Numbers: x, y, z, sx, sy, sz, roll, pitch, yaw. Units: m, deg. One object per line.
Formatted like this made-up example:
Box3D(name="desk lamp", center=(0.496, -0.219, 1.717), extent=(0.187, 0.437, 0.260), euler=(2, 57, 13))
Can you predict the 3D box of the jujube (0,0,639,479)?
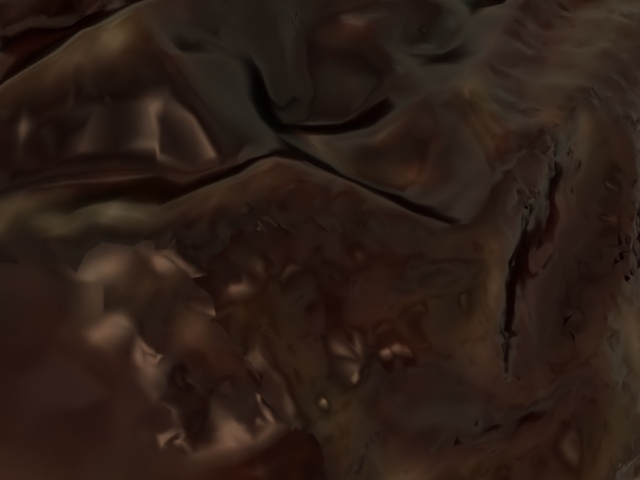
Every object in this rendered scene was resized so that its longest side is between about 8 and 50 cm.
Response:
Box3D(name="jujube", center=(0.001, 0.002, 0.500), extent=(0.276, 0.276, 0.377), euler=(53, -133, -7))
